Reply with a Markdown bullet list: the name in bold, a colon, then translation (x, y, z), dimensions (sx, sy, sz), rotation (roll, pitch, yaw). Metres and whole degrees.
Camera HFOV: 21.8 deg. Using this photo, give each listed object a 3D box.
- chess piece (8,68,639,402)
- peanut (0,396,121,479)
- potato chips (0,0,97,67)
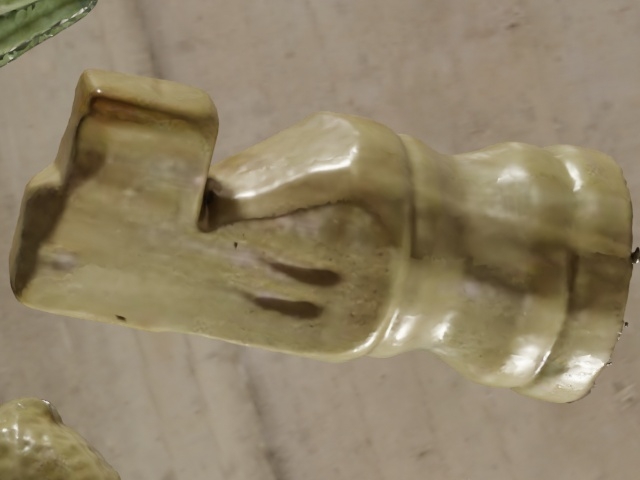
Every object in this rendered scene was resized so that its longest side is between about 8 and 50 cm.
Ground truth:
- **chess piece**: translation (0.000, 0.000, 0.837), dimensions (0.137, 0.301, 0.137), rotation (-173, -90, -74)
- **peanut**: translation (-0.215, 0.269, 1.456), dimensions (0.130, 0.130, 0.290), rotation (-39, -111, 32)
- **potato chips**: translation (-0.377, -0.279, 1.605), dimensions (0.070, 0.429, 0.358), rotation (57, -18, 35)
